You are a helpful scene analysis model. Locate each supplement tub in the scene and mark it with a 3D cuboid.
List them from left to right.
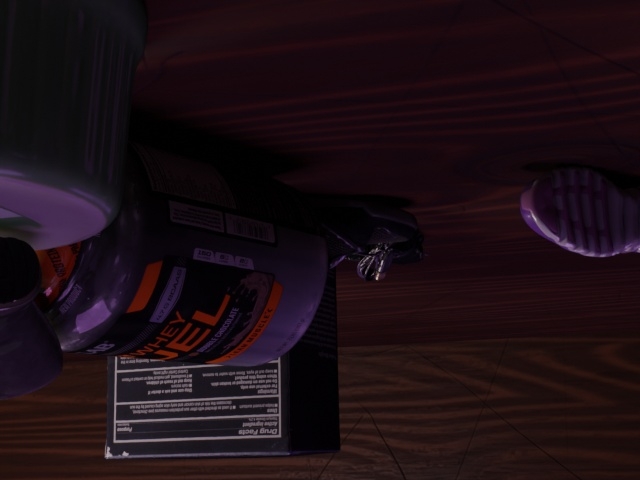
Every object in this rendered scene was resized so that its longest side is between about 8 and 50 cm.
[{"bbox_3d":[-0.168,0.010,1.036,0.207,0.207,0.338,-11,165,39],"label":"supplement tub"}]

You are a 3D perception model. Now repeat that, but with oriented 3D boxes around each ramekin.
[{"bbox_3d":[-0.268,-0.086,0.710,0.303,0.148,0.303,-1,168,0],"label":"ramekin"}]

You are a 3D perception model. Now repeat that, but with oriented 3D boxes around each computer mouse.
[{"bbox_3d":[0.000,0.000,1.364,0.193,0.042,0.106,7,135,-8],"label":"computer mouse"}]

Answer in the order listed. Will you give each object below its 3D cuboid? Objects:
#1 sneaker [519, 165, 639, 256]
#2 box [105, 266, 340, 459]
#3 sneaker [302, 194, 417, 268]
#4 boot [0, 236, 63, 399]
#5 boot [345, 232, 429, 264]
[{"bbox_3d":[0.305,-0.024,1.211,0.236,0.095,0.104,5,174,-32],"label":"sneaker"},{"bbox_3d":[-0.139,0.162,1.546,0.296,0.294,0.183,-6,167,24],"label":"box"},{"bbox_3d":[0.006,0.014,1.263,0.228,0.130,0.087,2,170,-22],"label":"sneaker"},{"bbox_3d":[-0.289,0.065,0.811,0.190,0.076,0.208,2,160,-13],"label":"boot"},{"bbox_3d":[0.082,0.009,1.453,0.121,0.045,0.099,-4,171,11],"label":"boot"}]
